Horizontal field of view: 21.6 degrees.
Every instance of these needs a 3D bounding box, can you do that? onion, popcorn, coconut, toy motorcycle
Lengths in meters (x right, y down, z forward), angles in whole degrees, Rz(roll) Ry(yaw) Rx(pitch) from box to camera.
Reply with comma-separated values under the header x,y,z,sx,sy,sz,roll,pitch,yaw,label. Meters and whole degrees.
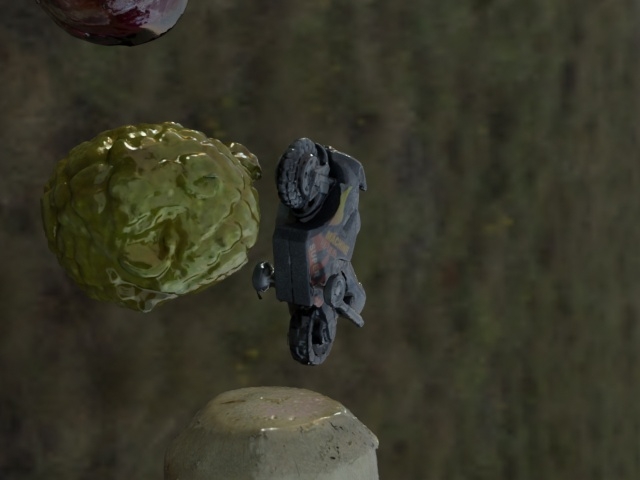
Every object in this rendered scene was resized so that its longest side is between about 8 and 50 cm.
x,y,z,sx,sy,sz,roll,pitch,yaw,label
-0.168,-0.286,1.439,0.195,0.218,0.140,52,-10,25,onion
-0.180,-0.040,1.904,0.251,0.237,0.206,-32,104,-47,popcorn
-0.042,0.263,1.594,0.224,0.224,0.234,-20,115,-73,coconut
0.000,0.000,2.025,0.173,0.108,0.307,-49,142,-50,toy motorcycle
